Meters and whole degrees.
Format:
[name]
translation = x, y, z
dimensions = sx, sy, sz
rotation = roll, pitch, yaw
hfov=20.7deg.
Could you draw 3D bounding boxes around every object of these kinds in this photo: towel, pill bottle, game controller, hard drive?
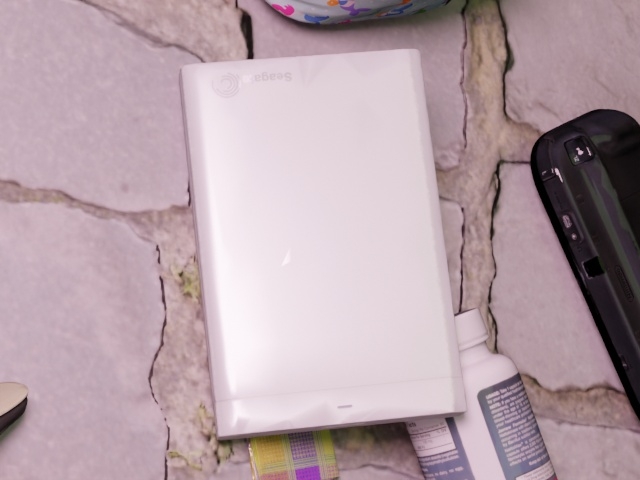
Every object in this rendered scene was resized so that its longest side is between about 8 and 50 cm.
[towel]
translation = -0.024, 0.175, 1.439
dimensions = 0.083, 0.009, 0.060
rotation = -6, 80, -37
[pill bottle]
translation = 0.128, 0.154, 1.492
dimensions = 0.108, 0.108, 0.180
rotation = -18, 88, -38
[game controller]
translation = 0.310, 0.028, 1.700
dimensions = 0.166, 0.067, 0.319
rotation = -26, 93, -52
[hard drive]
translation = 0.000, 0.000, 1.437
dimensions = 0.203, 0.040, 0.307
rotation = -5, 79, -9

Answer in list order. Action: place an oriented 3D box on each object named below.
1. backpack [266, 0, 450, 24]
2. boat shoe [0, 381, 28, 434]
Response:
[backpack]
translation = 0.045, -0.306, 1.524
dimensions = 0.254, 0.191, 0.225
rotation = -15, 86, -32
[boat shoe]
translation = -0.262, 0.143, 1.259
dimensions = 0.133, 0.049, 0.042
rotation = -34, 126, -44
